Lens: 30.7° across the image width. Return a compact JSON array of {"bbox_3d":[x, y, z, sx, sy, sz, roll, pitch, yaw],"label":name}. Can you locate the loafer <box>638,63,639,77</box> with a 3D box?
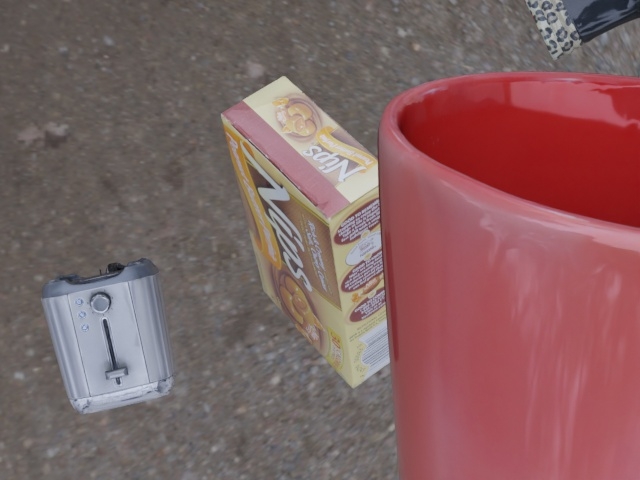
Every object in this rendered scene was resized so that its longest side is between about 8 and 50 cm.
[{"bbox_3d":[0.389,-0.141,0.957,0.251,0.087,0.094,-1,70,-3],"label":"loafer"}]

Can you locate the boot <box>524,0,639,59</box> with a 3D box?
[{"bbox_3d":[0.288,-0.318,1.239,0.178,0.085,0.236,-25,65,17],"label":"boot"}]

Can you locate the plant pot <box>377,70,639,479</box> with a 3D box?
[{"bbox_3d":[0.148,0.066,0.559,0.275,0.275,0.243,12,112,17],"label":"plant pot"}]

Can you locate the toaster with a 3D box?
[{"bbox_3d":[-0.229,0.101,1.281,0.129,0.227,0.146,-11,92,-9],"label":"toaster"}]

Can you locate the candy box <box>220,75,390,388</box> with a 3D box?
[{"bbox_3d":[0.000,0.000,1.246,0.087,0.316,0.183,-34,56,-18],"label":"candy box"}]
